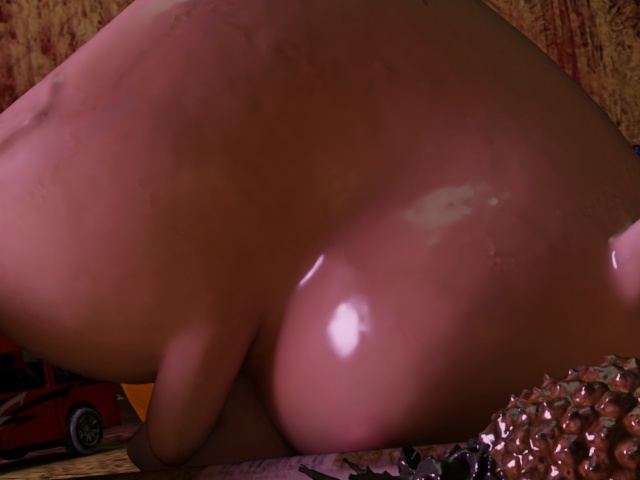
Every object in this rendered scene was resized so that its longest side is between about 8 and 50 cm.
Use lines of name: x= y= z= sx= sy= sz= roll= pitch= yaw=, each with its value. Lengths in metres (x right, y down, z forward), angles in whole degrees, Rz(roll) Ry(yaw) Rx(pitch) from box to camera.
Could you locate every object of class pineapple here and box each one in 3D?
pineapple: x=0.045 y=0.076 z=0.549 sx=0.124 sy=0.058 sz=0.058 roll=-22 pitch=-3 yaw=6

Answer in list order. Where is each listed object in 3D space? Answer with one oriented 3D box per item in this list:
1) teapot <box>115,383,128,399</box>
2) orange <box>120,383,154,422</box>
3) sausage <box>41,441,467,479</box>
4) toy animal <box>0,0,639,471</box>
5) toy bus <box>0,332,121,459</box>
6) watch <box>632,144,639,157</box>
teapot: x=-0.057 y=0.061 z=1.365 sx=0.203 sy=0.167 sz=0.311 roll=-35 pitch=14 yaw=8
orange: x=-0.020 y=0.043 z=0.859 sx=0.159 sy=0.136 sz=0.159 roll=0 pitch=-1 yaw=0
sausage: x=-0.043 y=0.092 z=0.645 sx=0.269 sy=0.032 sz=0.033 roll=-8 pitch=-2 yaw=23
toy animal: x=0.002 y=0.004 z=0.692 sx=0.213 sy=0.256 sz=0.195 roll=-52 pitch=5 yaw=-2
toy bus: x=-0.218 y=0.102 z=1.218 sx=0.081 sy=0.089 sz=0.195 roll=-9 pitch=-2 yaw=37
watch: x=0.303 y=0.007 z=1.190 sx=0.200 sy=0.171 sz=0.196 roll=4 pitch=16 yaw=29
